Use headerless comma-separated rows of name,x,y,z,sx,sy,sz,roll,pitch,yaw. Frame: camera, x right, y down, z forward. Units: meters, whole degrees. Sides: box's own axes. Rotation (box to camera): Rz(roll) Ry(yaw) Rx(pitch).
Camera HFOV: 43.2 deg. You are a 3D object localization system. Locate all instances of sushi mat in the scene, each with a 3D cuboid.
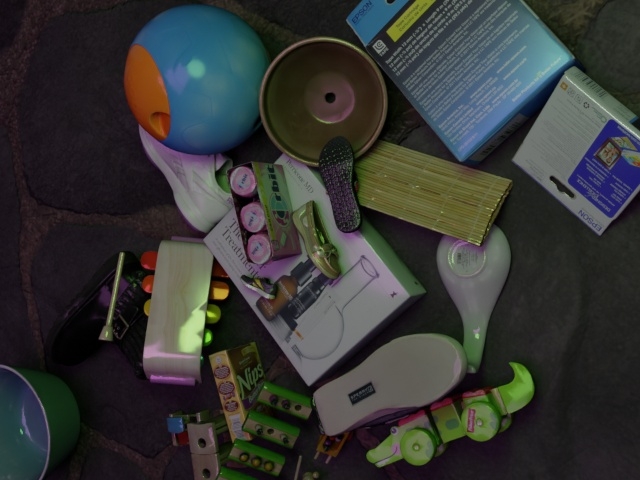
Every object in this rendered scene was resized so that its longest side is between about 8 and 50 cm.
sushi mat,0.173,-0.096,1.463,0.317,0.019,0.151,21,66,26

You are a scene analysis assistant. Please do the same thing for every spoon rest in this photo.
spoon rest,0.267,0.098,1.446,0.137,0.084,0.276,2,80,27

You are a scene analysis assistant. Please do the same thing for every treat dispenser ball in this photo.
treat dispenser ball,-0.233,-0.309,1.567,0.288,0.288,0.288,2,94,29

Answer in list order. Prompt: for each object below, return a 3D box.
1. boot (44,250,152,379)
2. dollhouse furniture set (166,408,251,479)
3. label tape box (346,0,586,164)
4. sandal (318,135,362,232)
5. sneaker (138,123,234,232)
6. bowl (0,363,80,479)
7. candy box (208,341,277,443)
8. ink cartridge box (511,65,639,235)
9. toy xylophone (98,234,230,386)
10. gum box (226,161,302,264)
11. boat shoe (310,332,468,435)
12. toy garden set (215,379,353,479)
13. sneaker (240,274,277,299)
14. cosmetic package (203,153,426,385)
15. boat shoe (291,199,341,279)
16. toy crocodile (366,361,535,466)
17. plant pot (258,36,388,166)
boot,-0.451,0.224,1.806,0.260,0.131,0.348,47,112,18
dollhouse furniture set,-0.258,0.435,1.713,0.184,0.129,0.128,-8,89,28
label tape box,0.244,-0.341,1.404,0.249,0.115,0.347,-43,71,23
sandal,0.040,-0.100,1.467,0.067,0.040,0.179,-12,82,19
sneaker,-0.271,-0.172,1.713,0.152,0.114,0.305,-34,81,12
bowl,-0.697,0.437,1.936,0.312,0.163,0.311,1,93,29
candy box,-0.156,0.310,1.662,0.053,0.109,0.186,-21,83,28
ink cartridge box,0.437,-0.142,1.322,0.206,0.045,0.208,46,145,18
toy xylophone,-0.314,0.131,1.665,0.236,0.081,0.322,13,74,2
gum box,-0.103,-0.047,1.507,0.062,0.107,0.188,-16,84,27
boat shoe,0.146,0.250,1.448,0.341,0.158,0.127,-29,72,36
toy garden set,-0.068,0.422,1.584,0.204,0.049,0.244,24,101,-11
sneaker,-0.117,0.084,1.568,0.083,0.031,0.035,29,93,20
cosmetic package,-0.020,0.047,1.582,0.284,0.097,0.377,-45,72,21
boat shoe,0.001,0.000,1.485,0.048,0.056,0.153,-36,67,24
toy crocodile,0.232,0.322,1.448,0.341,0.115,0.105,-29,74,25
plant pot,0.011,-0.262,1.515,0.238,0.109,0.237,2,106,7
